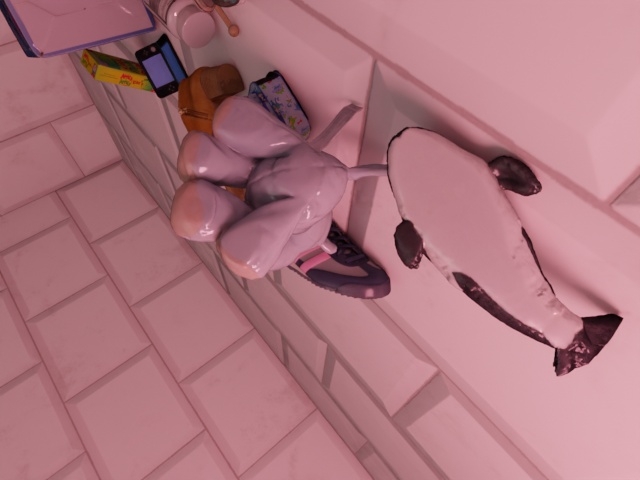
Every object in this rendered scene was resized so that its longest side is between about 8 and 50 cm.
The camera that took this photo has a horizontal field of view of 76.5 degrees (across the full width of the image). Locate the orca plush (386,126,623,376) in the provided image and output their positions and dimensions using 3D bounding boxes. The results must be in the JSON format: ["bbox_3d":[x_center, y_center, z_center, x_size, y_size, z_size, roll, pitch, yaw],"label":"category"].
[{"bbox_3d":[0.186,-0.006,0.443,0.287,0.102,0.151,38,109,15],"label":"orca plush"}]

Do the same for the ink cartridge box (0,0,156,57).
[{"bbox_3d":[-0.613,-0.558,1.002,0.395,0.270,0.151,31,142,46],"label":"ink cartridge box"}]

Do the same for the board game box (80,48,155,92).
[{"bbox_3d":[-0.551,-0.470,1.131,0.092,0.181,0.043,45,119,23],"label":"board game box"}]

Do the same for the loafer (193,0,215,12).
[{"bbox_3d":[-0.188,-0.421,0.623,0.039,0.045,0.125,0,111,49],"label":"loafer"}]

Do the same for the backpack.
[{"bbox_3d":[-0.078,-0.197,0.667,0.114,0.084,0.105,54,160,-3],"label":"backpack"}]

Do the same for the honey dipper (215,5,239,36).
[{"bbox_3d":[-0.185,-0.407,0.667,0.160,0.030,0.030,55,158,-5],"label":"honey dipper"}]

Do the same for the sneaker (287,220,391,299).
[{"bbox_3d":[0.000,0.000,0.767,0.319,0.112,0.131,25,115,34],"label":"sneaker"}]

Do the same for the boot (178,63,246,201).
[{"bbox_3d":[-0.213,-0.210,0.861,0.211,0.104,0.295,8,112,52],"label":"boot"}]

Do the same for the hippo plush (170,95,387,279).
[{"bbox_3d":[-0.068,-0.074,0.629,0.234,0.294,0.236,54,173,10],"label":"hippo plush"}]

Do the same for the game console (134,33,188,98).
[{"bbox_3d":[-0.392,-0.427,1.004,0.071,0.107,0.122,-104,-10,-67],"label":"game console"}]

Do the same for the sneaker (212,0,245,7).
[{"bbox_3d":[-0.132,-0.361,0.559,0.166,0.076,0.065,18,137,56],"label":"sneaker"}]

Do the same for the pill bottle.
[{"bbox_3d":[-0.255,-0.414,0.732,0.137,0.078,0.078,48,156,18],"label":"pill bottle"}]
